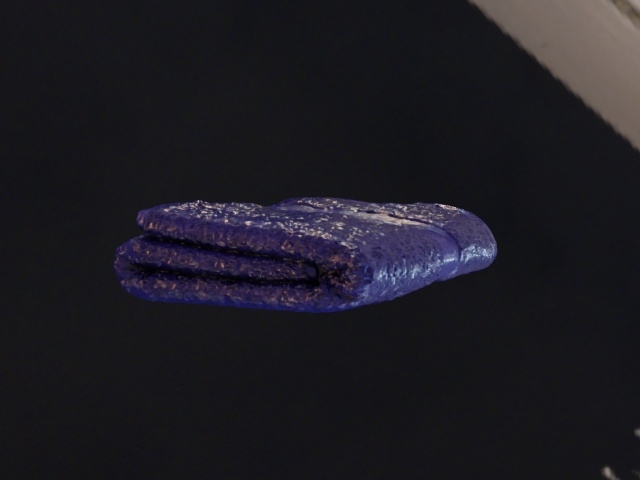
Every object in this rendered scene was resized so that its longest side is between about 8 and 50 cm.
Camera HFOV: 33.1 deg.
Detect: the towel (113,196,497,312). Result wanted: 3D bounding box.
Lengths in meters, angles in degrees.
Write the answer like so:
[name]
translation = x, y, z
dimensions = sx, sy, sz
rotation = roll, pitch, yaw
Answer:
[towel]
translation = 0.000, 0.000, 0.911
dimensions = 0.308, 0.227, 0.076
rotation = -11, -79, -64
